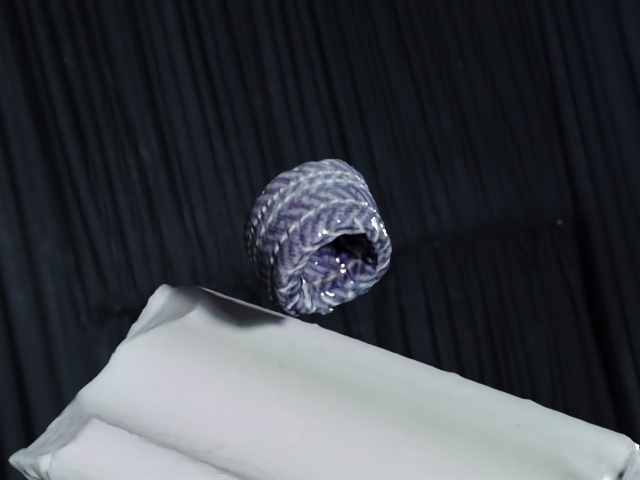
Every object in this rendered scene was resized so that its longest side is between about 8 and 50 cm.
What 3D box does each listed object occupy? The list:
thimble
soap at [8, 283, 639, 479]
[{"bbox_3d":[0.001,-0.002,0.766,0.095,0.066,0.104,-11,-35,-31],"label":"thimble"},{"bbox_3d":[0.023,0.242,0.918,0.435,0.350,0.213,16,55,30],"label":"soap"}]
